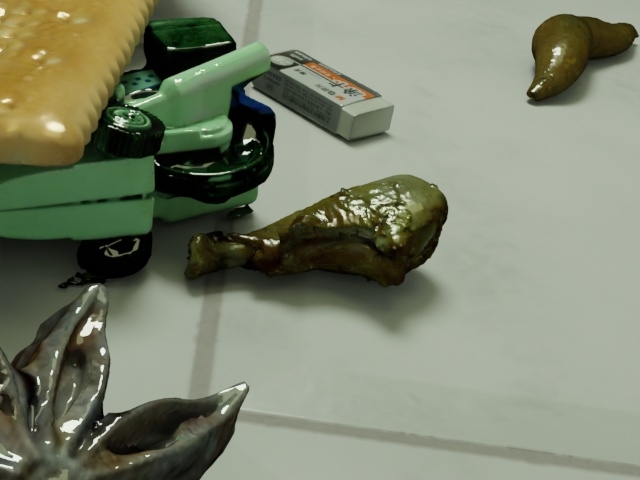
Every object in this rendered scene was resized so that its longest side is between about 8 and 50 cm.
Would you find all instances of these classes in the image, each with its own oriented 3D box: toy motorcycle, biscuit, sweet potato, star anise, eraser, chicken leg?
[{"bbox_3d":[-0.190,-0.062,0.842,0.331,0.125,0.196,-11,37,-27],"label":"toy motorcycle"},{"bbox_3d":[-0.196,-0.118,0.798,0.160,0.030,0.250,6,33,4],"label":"biscuit"},{"bbox_3d":[0.251,-0.194,1.274,0.069,0.059,0.249,42,34,12],"label":"sweet potato"},{"bbox_3d":[-0.131,0.124,0.553,0.236,0.109,0.223,7,50,-36],"label":"star anise"},{"bbox_3d":[0.001,-0.123,1.092,0.052,0.029,0.122,-20,41,-41],"label":"eraser"},{"bbox_3d":[0.000,0.000,0.847,0.178,0.070,0.093,-6,16,-13],"label":"chicken leg"}]
